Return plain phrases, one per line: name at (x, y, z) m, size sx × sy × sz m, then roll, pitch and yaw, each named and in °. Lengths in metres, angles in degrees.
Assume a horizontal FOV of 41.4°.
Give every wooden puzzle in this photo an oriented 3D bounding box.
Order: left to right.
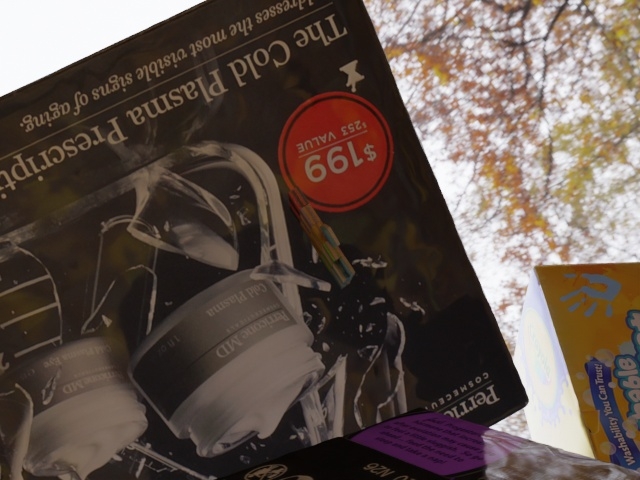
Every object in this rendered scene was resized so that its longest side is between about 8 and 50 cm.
wooden puzzle at (0.000, 0.000, 0.418) m, size 0.006 × 0.083 × 0.049 m, roll -33°, pitch -98°, yaw -6°

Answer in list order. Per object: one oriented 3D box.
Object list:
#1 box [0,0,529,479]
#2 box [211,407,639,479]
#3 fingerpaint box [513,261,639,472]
box at (-0.094, 0.032, 0.551) m, size 0.343 × 0.179 × 0.313 m, roll -28°, pitch -73°, yaw -8°
box at (0.045, 0.219, 0.300) m, size 0.143 × 0.165 × 0.270 m, roll -13°, pitch -84°, yaw -28°
fingerpaint box at (0.393, 0.219, 0.707) m, size 0.371 × 0.163 × 0.445 m, roll -2°, pitch -139°, yaw -1°
